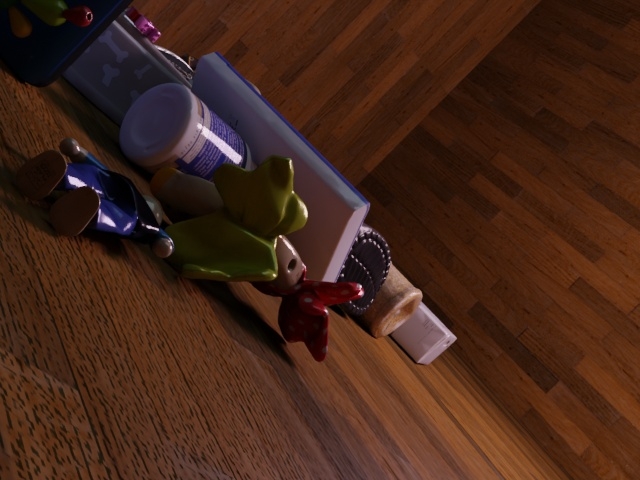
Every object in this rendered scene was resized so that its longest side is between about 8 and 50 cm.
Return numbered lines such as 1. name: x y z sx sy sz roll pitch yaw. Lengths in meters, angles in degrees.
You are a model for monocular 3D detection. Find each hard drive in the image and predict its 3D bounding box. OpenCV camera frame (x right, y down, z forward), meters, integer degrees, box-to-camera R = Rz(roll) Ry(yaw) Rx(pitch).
1. hard drive: -0.078 -0.080 1.308 0.319 0.040 0.210 46 -40 22

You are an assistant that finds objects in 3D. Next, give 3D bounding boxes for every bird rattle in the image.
1. bird rattle: -0.067 0.001 0.964 0.207 0.143 0.253 28 -9 32

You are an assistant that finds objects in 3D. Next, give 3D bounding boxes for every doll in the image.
1. doll: -0.169 -0.032 0.757 0.129 0.046 0.189 47 5 11

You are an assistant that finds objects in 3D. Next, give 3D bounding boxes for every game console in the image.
1. game console: -0.259 -0.329 1.090 0.250 0.293 0.173 47 4 17

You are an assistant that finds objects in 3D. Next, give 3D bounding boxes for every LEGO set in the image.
1. LEGO set: -0.295 -0.396 1.463 0.093 0.087 0.227 47 5 35

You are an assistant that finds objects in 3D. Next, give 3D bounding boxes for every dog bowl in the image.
1. dog bowl: -0.320 -0.283 1.403 0.349 0.102 0.349 45 3 -3

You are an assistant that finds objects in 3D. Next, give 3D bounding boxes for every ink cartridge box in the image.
1. ink cartridge box: 0.174 0.156 2.010 0.219 0.092 0.160 47 5 17

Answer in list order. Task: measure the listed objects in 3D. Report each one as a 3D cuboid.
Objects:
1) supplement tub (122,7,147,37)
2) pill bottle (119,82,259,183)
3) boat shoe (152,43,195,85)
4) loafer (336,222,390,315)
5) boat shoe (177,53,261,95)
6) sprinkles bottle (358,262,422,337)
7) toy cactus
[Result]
1. supplement tub: -0.427 -0.432 1.797 0.198 0.106 0.106 44 4 -8
2. pill bottle: -0.153 -0.104 1.194 0.112 0.112 0.186 48 5 39
3. boat shoe: -0.241 -0.248 1.763 0.091 0.114 0.302 41 1 42
4. loafer: 0.000 0.000 1.532 0.130 0.134 0.366 24 -15 36
5. boat shoe: -0.268 -0.317 1.941 0.342 0.123 0.123 29 4 38
6. sprinkles bottle: 0.030 0.017 1.765 0.355 0.121 0.121 47 4 21
7. toy cactus: -0.346 -0.252 0.912 0.180 0.112 0.219 20 11 35
